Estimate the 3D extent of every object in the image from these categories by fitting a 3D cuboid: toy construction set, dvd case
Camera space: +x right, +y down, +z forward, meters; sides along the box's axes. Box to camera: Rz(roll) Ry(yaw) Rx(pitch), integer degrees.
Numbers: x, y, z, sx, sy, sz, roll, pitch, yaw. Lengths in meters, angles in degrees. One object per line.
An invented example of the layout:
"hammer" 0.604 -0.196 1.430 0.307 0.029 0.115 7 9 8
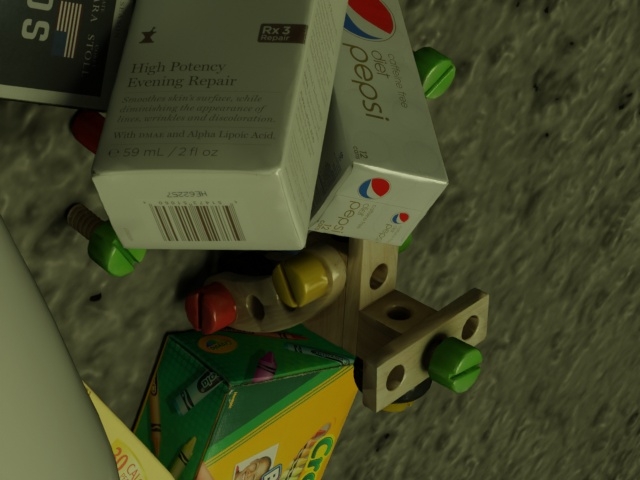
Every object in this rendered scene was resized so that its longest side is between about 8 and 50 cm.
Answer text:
"toy construction set" 0.000 0.000 1.262 0.308 0.237 0.257 3 118 -52
"dvd case" -0.191 -0.170 1.012 0.238 0.029 0.179 3 100 -52

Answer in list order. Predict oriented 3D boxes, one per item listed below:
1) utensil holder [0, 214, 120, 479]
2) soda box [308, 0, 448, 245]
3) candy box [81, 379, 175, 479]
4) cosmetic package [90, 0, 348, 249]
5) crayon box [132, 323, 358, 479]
"utensil holder" -0.289 0.053 0.846 0.327 0.327 0.385 -41 142 -18
"soda box" 0.018 -0.103 1.197 0.073 0.216 0.069 10 137 -26
"candy box" -0.241 0.147 1.235 0.183 0.087 0.316 -47 146 -10
"cosmetic package" -0.054 -0.107 1.102 0.085 0.117 0.231 74 19 -54
"crayon box" -0.084 0.202 1.486 0.165 0.081 0.278 -7 125 -48
